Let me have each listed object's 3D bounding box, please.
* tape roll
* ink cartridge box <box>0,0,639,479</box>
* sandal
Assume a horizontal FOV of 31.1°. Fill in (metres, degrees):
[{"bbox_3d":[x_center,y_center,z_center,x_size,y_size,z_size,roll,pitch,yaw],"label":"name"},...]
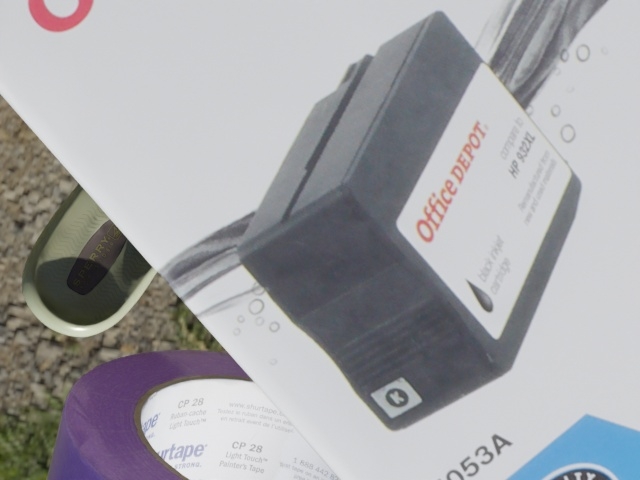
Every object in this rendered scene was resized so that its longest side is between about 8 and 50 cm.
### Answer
[{"bbox_3d":[-0.035,0.168,0.733,0.275,0.275,0.090,14,104,-11],"label":"tape roll"},{"bbox_3d":[0.054,-0.037,0.415,0.223,0.129,0.307,-40,95,3],"label":"ink cartridge box"},{"bbox_3d":[-0.135,-0.059,0.936,0.120,0.302,0.086,27,162,-6],"label":"sandal"}]
